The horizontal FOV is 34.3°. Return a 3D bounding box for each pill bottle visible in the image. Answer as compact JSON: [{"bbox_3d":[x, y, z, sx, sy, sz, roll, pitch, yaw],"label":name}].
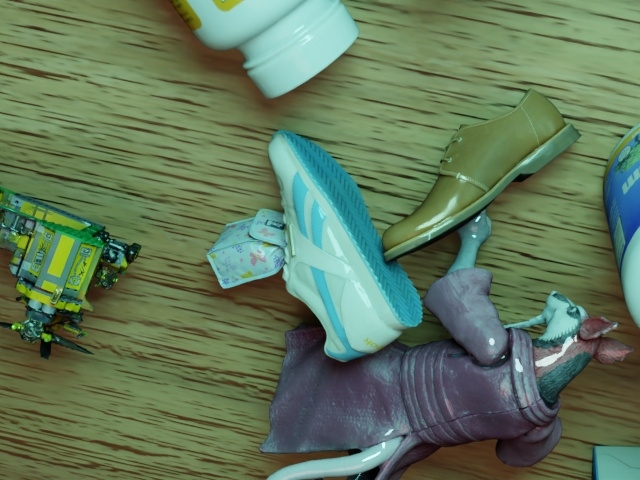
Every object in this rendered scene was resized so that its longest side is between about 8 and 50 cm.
[{"bbox_3d":[-0.076,-0.245,0.856,0.136,0.136,0.246,-29,109,22],"label":"pill bottle"},{"bbox_3d":[0.318,0.005,0.844,0.152,0.272,0.152,4,118,7],"label":"pill bottle"}]

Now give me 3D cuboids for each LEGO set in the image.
[{"bbox_3d":[-0.358,0.038,0.982,0.331,0.255,0.192,21,92,-14],"label":"LEGO set"}]

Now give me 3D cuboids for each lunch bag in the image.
[{"bbox_3d":[-0.060,0.004,1.021,0.083,0.071,0.053,-14,111,19],"label":"lunch bag"}]

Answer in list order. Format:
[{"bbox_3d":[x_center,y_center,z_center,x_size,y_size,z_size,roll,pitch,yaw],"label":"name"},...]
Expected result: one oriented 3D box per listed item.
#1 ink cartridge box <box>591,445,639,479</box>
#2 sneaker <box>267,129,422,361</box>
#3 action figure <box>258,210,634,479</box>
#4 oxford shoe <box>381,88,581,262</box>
[{"bbox_3d":[0.360,0.338,1.121,0.134,0.078,0.231,0,117,10],"label":"ink cartridge box"},{"bbox_3d":[0.000,0.000,0.950,0.092,0.087,0.229,-37,67,25],"label":"sneaker"},{"bbox_3d":[0.103,0.137,0.965,0.370,0.276,0.248,-23,106,35],"label":"action figure"},{"bbox_3d":[0.129,-0.058,0.927,0.212,0.076,0.076,-38,88,-13],"label":"oxford shoe"}]
